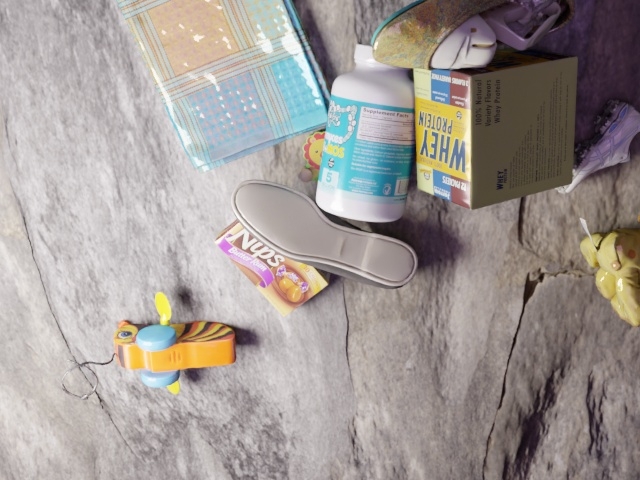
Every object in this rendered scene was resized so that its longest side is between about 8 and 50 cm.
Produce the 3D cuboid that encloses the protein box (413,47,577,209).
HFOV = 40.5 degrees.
[{"bbox_3d":[0.262,-0.174,1.307,0.201,0.136,0.199,-15,114,-26],"label":"protein box"}]

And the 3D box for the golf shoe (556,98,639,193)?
[{"bbox_3d":[0.453,-0.135,1.386,0.086,0.069,0.176,30,113,-11],"label":"golf shoe"}]

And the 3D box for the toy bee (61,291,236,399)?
[{"bbox_3d":[-0.312,0.182,1.583,0.298,0.162,0.195,13,106,-25],"label":"toy bee"}]

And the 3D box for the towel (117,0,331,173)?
[{"bbox_3d":[-0.159,-0.314,1.407,0.272,0.040,0.370,-20,108,14],"label":"towel"}]

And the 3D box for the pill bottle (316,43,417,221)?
[{"bbox_3d":[0.081,-0.171,1.366,0.146,0.146,0.264,10,103,4],"label":"pill bottle"}]

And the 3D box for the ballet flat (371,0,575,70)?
[{"bbox_3d":[0.231,-0.302,1.221,0.349,0.123,0.123,-26,113,-30],"label":"ballet flat"}]

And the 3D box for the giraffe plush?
[{"bbox_3d":[0.526,0.012,1.386,0.171,0.181,0.210,-26,124,4],"label":"giraffe plush"}]

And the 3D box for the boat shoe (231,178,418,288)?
[{"bbox_3d":[0.000,0.000,1.462,0.335,0.095,0.112,23,77,-8],"label":"boat shoe"}]

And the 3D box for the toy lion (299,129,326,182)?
[{"bbox_3d":[0.013,-0.134,1.463,0.100,0.034,0.096,26,105,-3],"label":"toy lion"}]

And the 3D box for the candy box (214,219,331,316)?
[{"bbox_3d":[-0.082,0.031,1.527,0.109,0.053,0.186,-37,104,18],"label":"candy box"}]
